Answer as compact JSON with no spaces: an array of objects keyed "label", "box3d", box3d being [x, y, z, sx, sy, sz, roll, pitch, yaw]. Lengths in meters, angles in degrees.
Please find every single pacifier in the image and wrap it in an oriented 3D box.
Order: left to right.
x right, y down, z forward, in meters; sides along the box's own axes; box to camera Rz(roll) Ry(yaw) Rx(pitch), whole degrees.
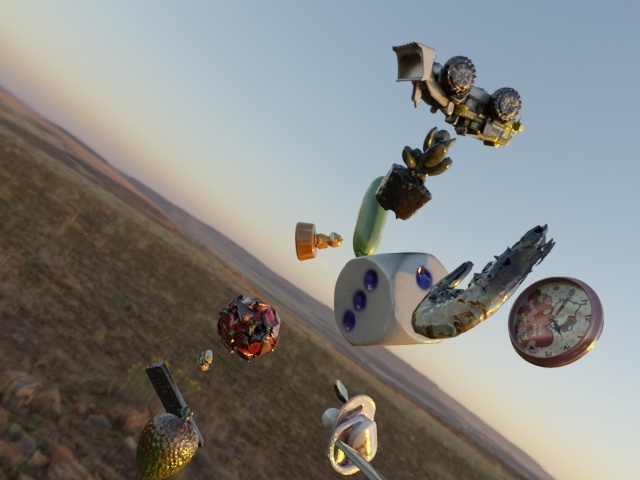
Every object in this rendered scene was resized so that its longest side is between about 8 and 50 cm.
[{"label":"pacifier","box3d":[0.123,0.768,2.044,0.220,0.332,0.273,-5,16,-4]}]

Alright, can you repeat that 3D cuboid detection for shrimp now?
[{"label":"shrimp","box3d":[0.337,0.080,1.101,0.071,0.365,0.233,53,-15,-14]}]

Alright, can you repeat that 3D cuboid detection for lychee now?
[{"label":"lychee","box3d":[-0.295,0.389,0.990,0.114,0.146,0.114,29,-23,14]}]

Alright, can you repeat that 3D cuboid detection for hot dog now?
[{"label":"hot dog","box3d":[-0.386,0.394,1.695,0.041,0.056,0.133,25,-2,-12]}]

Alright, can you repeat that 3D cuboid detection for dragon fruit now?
[{"label":"dragon fruit","box3d":[-0.213,0.267,1.557,0.193,0.193,0.274,8,-4,-35]}]

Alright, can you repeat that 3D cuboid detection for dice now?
[{"label":"dice","box3d":[0.207,0.174,1.463,0.243,0.252,0.259,4,-13,-33]}]

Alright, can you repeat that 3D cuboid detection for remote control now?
[{"label":"remote control","box3d":[-0.366,0.418,1.288,0.245,0.063,0.025,68,23,-11]}]

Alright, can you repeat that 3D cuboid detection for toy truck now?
[{"label":"toy truck","box3d":[0.253,-0.267,0.956,0.285,0.111,0.136,22,7,-21]}]

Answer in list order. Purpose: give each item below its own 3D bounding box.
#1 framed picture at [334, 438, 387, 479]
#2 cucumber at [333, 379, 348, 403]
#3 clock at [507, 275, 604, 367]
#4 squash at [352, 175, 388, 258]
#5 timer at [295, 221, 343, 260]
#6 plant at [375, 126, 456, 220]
[{"label":"framed picture","box3d":[0.130,0.580,1.269,0.192,0.018,0.265,37,-13,28]},{"label":"cucumber","box3d":[0.073,0.591,2.007,0.067,0.035,0.107,-92,156,-54]},{"label":"clock","box3d":[0.582,0.200,1.282,0.056,0.244,0.244,34,-5,-28]},{"label":"squash","box3d":[0.188,-0.087,1.835,0.107,0.395,0.107,15,-29,9]},{"label":"timer","box3d":[0.000,0.000,1.700,0.152,0.132,0.132,-3,-15,7]},{"label":"plant","box3d":[0.271,-0.194,1.440,0.149,0.275,0.146,25,34,-14]}]
